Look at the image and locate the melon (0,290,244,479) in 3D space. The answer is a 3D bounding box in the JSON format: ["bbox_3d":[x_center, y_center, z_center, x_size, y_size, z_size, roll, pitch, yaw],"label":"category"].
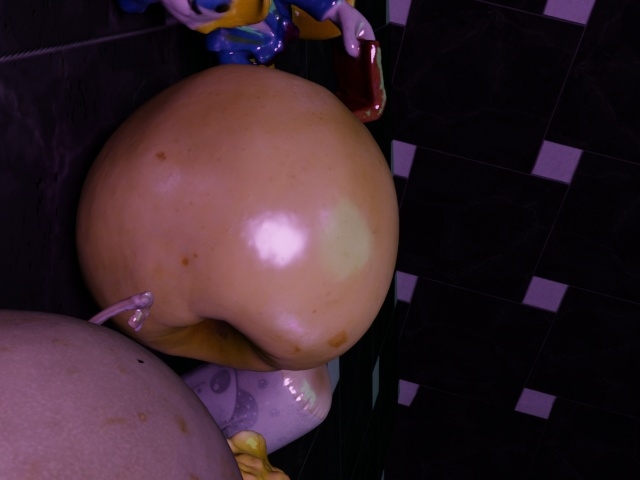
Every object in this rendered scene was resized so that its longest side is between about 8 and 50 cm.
[{"bbox_3d":[-0.148,0.162,0.356,0.308,0.272,0.271,-155,-115,-69],"label":"melon"}]

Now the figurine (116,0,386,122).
[{"bbox_3d":[-0.073,-0.193,0.801,0.204,0.283,0.338,-50,155,16],"label":"figurine"}]

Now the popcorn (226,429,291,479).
[{"bbox_3d":[-0.124,0.259,0.660,0.237,0.206,0.251,-101,-152,-72],"label":"popcorn"}]

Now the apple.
[{"bbox_3d":[-0.063,-0.011,0.698,0.262,0.262,0.262,3,90,-78],"label":"apple"}]

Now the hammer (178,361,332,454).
[{"bbox_3d":[-0.093,0.111,0.897,0.113,0.202,0.305,54,14,-31],"label":"hammer"}]
